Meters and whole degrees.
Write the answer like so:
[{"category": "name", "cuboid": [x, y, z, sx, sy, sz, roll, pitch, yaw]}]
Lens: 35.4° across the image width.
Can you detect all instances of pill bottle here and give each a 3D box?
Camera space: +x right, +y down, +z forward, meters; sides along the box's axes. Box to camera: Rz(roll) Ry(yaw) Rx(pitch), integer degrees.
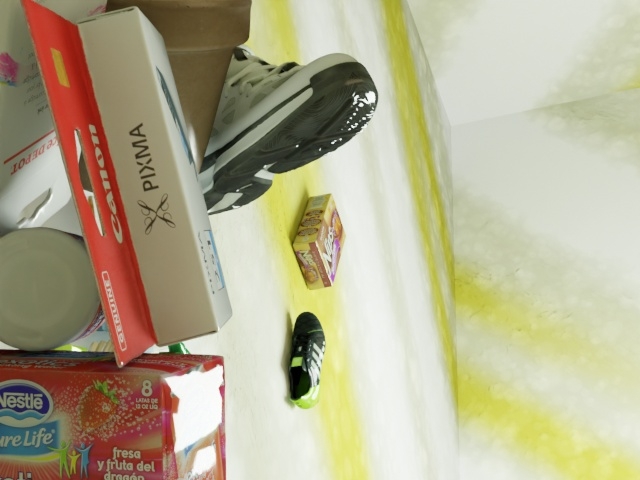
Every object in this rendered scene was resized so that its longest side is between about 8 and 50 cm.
[{"category": "pill bottle", "cuboid": [-0.248, 0.044, 0.938, 0.193, 0.108, 0.108, 160, -79, -85]}]

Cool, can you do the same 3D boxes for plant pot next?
[{"category": "plant pot", "cuboid": [-0.216, -0.176, 1.141, 0.263, 0.263, 0.229, -49, 145, -68]}]

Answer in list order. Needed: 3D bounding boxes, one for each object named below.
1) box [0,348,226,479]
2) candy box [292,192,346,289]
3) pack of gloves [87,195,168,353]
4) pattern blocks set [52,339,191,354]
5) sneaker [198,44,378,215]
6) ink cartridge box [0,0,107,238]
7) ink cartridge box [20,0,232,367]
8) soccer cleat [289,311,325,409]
[{"category": "box", "cuboid": [-0.219, 0.158, 0.841, 0.128, 0.257, 0.122, -1, 91, -72]}, {"category": "candy box", "cuboid": [0.000, 0.000, 1.977, 0.186, 0.053, 0.109, -74, 149, -57]}, {"category": "pack of gloves", "cuboid": [-0.244, 0.049, 1.226, 0.232, 0.046, 0.195, -2, 82, -83]}, {"category": "pattern blocks set", "cuboid": [-0.229, 0.216, 1.085, 0.324, 0.026, 0.285, -62, 141, -44]}, {"category": "sneaker", "cuboid": [-0.112, -0.199, 1.275, 0.169, 0.447, 0.257, -16, 84, -33]}, {"category": "ink cartridge box", "cuboid": [-0.291, -0.171, 0.905, 0.207, 0.119, 0.353, -62, 170, -63]}, {"category": "ink cartridge box", "cuboid": [-0.154, -0.054, 0.875, 0.261, 0.066, 0.296, -54, 130, -88]}, {"category": "soccer cleat", "cuboid": [-0.027, 0.206, 1.766, 0.072, 0.060, 0.178, 43, 43, -60]}]
